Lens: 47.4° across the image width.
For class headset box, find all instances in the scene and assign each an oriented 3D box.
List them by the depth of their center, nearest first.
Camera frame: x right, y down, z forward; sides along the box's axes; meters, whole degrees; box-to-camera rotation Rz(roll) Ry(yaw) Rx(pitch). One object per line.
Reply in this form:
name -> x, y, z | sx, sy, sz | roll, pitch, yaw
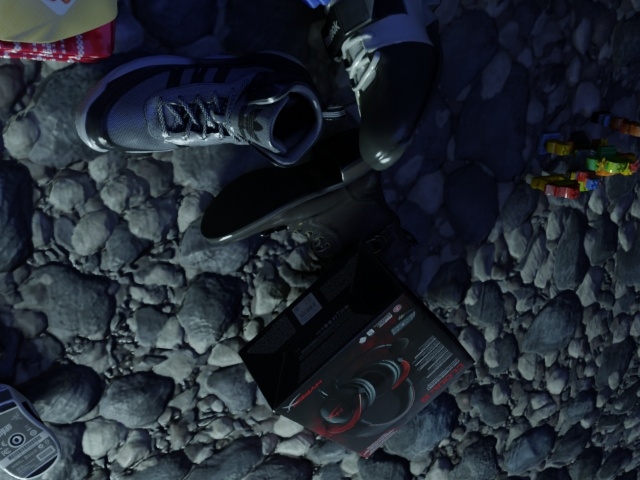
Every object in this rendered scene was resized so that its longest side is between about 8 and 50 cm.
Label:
headset box -> 0.066, 0.164, 0.995 | 0.218, 0.110, 0.293 | -42, 139, 4

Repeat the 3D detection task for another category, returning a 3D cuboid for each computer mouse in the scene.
computer mouse -> -0.374, 0.201, 0.841 | 0.106, 0.042, 0.193 | -35, 121, -17

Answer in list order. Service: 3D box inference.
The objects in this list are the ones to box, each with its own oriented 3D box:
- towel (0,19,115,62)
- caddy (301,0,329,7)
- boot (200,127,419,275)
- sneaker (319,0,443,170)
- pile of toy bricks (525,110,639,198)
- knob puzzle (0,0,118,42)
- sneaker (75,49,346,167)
towel -> -0.320, -0.262, 0.644 | 0.274, 0.031, 0.199 | -4, 115, -28
caddy -> -0.055, -0.349, 0.598 | 0.341, 0.241, 0.179 | 35, 100, -14
boot -> 0.000, 0.000, 0.931 | 0.263, 0.091, 0.229 | -26, 133, -8
sneaker -> 0.046, -0.230, 0.761 | 0.146, 0.122, 0.331 | 17, 63, -22
pile of toy bricks -> 0.428, -0.123, 1.101 | 0.212, 0.105, 0.118 | -10, 118, -26
knob puzzle -> -0.260, -0.262, 0.639 | 0.213, 0.030, 0.213 | -13, 119, -25
sneaker -> -0.107, -0.133, 0.754 | 0.268, 0.153, 0.101 | -15, 121, -24
